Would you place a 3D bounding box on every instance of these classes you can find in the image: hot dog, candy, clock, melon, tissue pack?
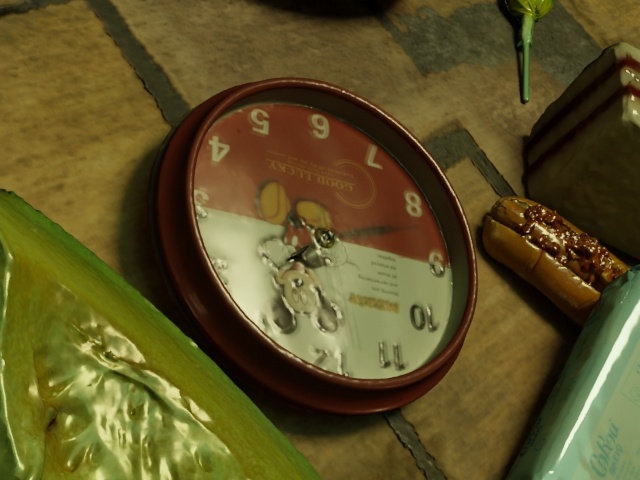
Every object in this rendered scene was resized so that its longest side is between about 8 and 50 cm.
[{"bbox_3d":[0.279,0.039,1.005,0.249,0.076,0.102,40,43,-3],"label":"hot dog"},{"bbox_3d":[0.401,-0.067,1.085,0.321,0.179,0.135,23,50,-19],"label":"candy"},{"bbox_3d":[0.000,0.000,0.845,0.319,0.080,0.318,17,56,-27],"label":"clock"},{"bbox_3d":[-0.149,0.127,0.578,0.331,0.226,0.343,-22,60,-29],"label":"melon"},{"bbox_3d":[0.258,-0.251,1.213,0.058,0.062,0.193,59,34,-55],"label":"candy"},{"bbox_3d":[0.287,0.177,0.880,0.177,0.089,0.263,39,63,-5],"label":"tissue pack"}]
